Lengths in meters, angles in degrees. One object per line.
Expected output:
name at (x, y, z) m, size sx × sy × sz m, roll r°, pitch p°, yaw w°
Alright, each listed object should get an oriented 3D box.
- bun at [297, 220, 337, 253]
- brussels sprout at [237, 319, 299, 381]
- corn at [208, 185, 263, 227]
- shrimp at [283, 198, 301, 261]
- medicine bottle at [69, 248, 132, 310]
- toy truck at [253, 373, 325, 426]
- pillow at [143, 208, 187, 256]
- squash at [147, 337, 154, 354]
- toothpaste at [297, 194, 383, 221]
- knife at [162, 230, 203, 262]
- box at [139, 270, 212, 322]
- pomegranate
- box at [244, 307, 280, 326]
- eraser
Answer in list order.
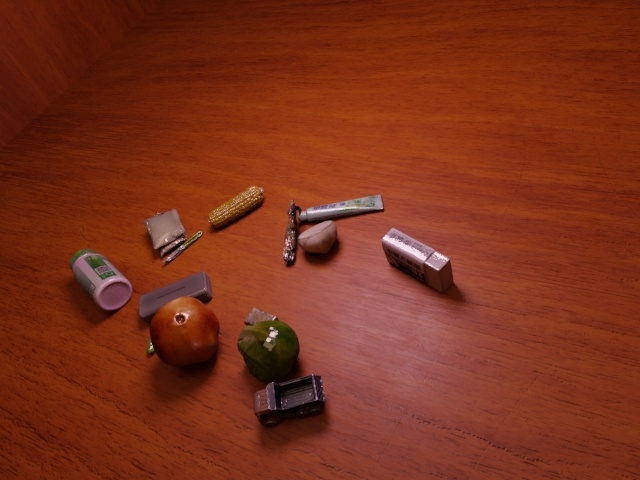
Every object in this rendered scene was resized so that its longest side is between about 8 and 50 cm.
bun at (0.000, 0.000, 1.670) m, size 0.138 × 0.094 × 0.138 m, roll -27°, pitch 13°, yaw 7°
brussels sprout at (-0.143, 0.302, 1.429) m, size 0.181 × 0.144 × 0.161 m, roll 34°, pitch 111°, yaw 24°
corn at (-0.313, -0.126, 1.902) m, size 0.238 × 0.080 × 0.080 m, roll -35°, pitch 48°, yaw -6°
shrimp at (-0.095, -0.038, 1.704) m, size 0.046 × 0.152 × 0.219 m, roll 6°, pitch 58°, yaw -3°
medicine bottle at (-0.797, 0.133, 1.824) m, size 0.274 × 0.133 × 0.133 m, roll 31°, pitch 67°, yaw 36°
toy truck at (-0.082, 0.419, 1.335) m, size 0.192 × 0.092 × 0.083 m, roll -18°, pitch 48°, yaw 6°
pillow at (-0.584, -0.036, 1.926) m, size 0.134 × 0.077 × 0.181 m, roll -30°, pitch 48°, yaw -6°
squash at (-0.541, 0.326, 1.636) m, size 0.027 × 0.027 × 0.089 m, roll -13°, pitch 46°, yaw 10°
toothpaste at (0.067, -0.108, 1.766) m, size 0.297 × 0.048 × 0.074 m, roll -10°, pitch 44°, yaw 8°
knife at (-0.509, 0.026, 1.883) m, size 0.184 × 0.026 × 0.022 m, roll -42°, pitch 89°, yaw -19°
box at (-0.488, 0.190, 1.711) m, size 0.244 × 0.055 × 0.103 m, roll -22°, pitch 47°, yaw 2°
pomegranate at (-0.403, 0.275, 1.510) m, size 0.209 × 0.209 × 0.209 m, roll -11°, pitch 48°, yaw 12°
box at (-0.178, 0.250, 1.548) m, size 0.098 × 0.045 × 0.062 m, roll 17°, pitch 59°, yaw 33°
eraser at (0.283, 0.057, 1.485) m, size 0.068 × 0.124 × 0.210 m, roll -43°, pitch 50°, yaw -18°
